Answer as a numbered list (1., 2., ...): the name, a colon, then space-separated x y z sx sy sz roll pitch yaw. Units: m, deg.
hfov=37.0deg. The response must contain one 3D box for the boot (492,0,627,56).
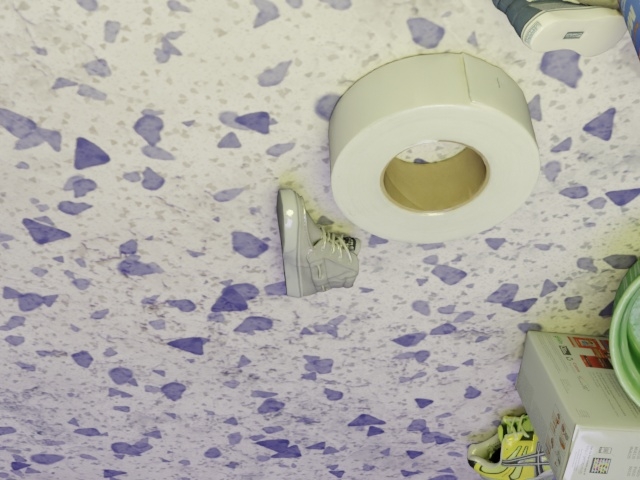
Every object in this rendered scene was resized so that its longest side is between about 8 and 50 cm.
1. boot: 0.293 -0.275 1.155 0.190 0.086 0.069 -6 143 -43

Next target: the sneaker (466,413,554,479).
1. sneaker: 0.454 0.411 1.965 0.147 0.145 0.384 27 128 -17

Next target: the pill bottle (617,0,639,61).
1. pill bottle: 0.423 -0.226 1.047 0.152 0.272 0.152 -1 141 -1

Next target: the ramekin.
1. ramekin: 0.609 0.138 1.518 0.304 0.148 0.303 3 106 12

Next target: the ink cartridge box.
1. ink cartridge box: 0.514 0.293 1.657 0.272 0.309 0.130 5 113 -5

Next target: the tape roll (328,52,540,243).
1. tape roll: 0.153 -0.119 1.310 0.286 0.100 0.286 -1 142 -1

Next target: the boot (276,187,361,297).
1. boot: 0.000 0.000 1.475 0.124 0.095 0.258 -7 150 -3
